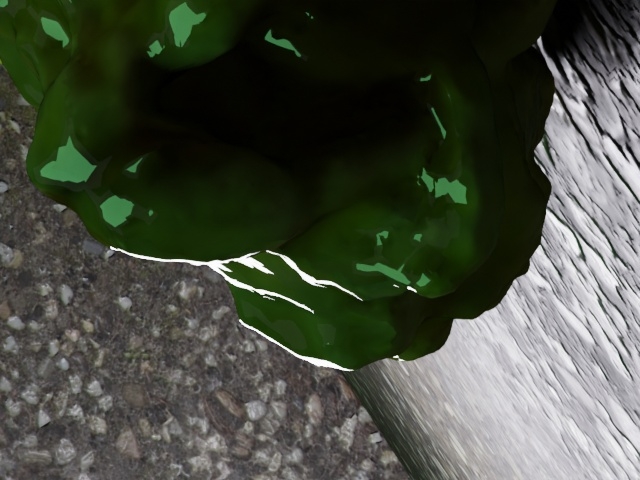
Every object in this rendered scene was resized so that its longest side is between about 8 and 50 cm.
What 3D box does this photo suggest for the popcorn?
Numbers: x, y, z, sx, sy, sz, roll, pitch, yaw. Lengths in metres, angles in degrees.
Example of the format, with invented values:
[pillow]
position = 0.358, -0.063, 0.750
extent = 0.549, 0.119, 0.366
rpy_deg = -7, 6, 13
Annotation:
[popcorn]
position = -0.013, -0.075, 0.633
extent = 0.256, 0.195, 0.255
rpy_deg = 59, -176, -22

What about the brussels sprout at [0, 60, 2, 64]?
[brussels sprout]
position = -0.238, -0.270, 1.346
extent = 0.259, 0.227, 0.294
rpy_deg = 42, 170, -21
